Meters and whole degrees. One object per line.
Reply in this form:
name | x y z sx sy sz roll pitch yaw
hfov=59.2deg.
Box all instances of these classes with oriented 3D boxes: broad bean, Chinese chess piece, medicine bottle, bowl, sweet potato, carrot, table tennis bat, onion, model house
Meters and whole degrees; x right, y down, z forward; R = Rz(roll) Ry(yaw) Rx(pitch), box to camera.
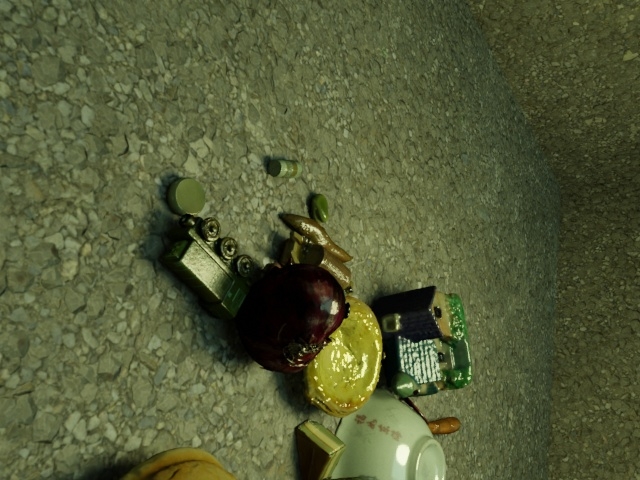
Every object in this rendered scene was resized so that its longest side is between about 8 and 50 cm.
broad bean | -0.001 -0.089 1.534 0.063 0.045 0.083 19 61 -51
Chinese chess piece | -0.280 -0.090 1.175 0.084 0.034 0.084 8 79 -50
medicine bottle | -0.089 -0.182 1.430 0.083 0.047 0.047 -7 89 -54
bowl | 0.227 0.641 1.584 0.435 0.196 0.434 14 72 -51
sweet potato | 0.000 0.000 1.501 0.274 0.067 0.067 37 56 -40
carrot | 0.411 0.642 1.944 0.248 0.059 0.059 16 72 -47
table tennis bat | 0.287 0.515 1.738 0.019 0.155 0.098 -39 108 -6
onion | -0.060 0.159 1.231 0.221 0.281 0.280 16 70 -26
model house | 0.288 0.304 1.678 0.280 0.245 0.312 23 60 -56

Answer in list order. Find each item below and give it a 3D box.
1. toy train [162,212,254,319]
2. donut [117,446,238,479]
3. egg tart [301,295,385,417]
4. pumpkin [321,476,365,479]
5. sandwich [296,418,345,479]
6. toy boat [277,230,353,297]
toy train | -0.231 0.051 1.170 0.225 0.090 0.137 52 50 -34
donut | -0.259 0.588 0.955 0.449 0.198 0.448 15 71 -53
egg tart | 0.040 0.296 1.452 0.315 0.120 0.314 5 83 -46
pumpkin | 0.059 0.699 1.299 0.291 0.257 0.327 -42 127 -30
sandwich | -0.025 0.552 1.416 0.079 0.113 0.163 -6 124 -54
toy boat | 0.005 0.076 1.453 0.310 0.115 0.089 41 53 -42
